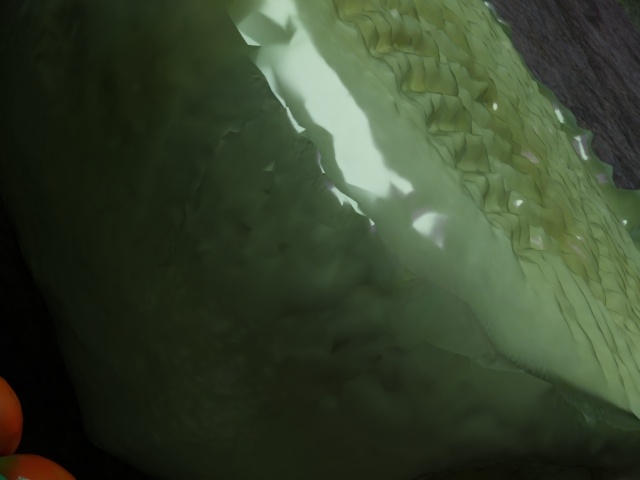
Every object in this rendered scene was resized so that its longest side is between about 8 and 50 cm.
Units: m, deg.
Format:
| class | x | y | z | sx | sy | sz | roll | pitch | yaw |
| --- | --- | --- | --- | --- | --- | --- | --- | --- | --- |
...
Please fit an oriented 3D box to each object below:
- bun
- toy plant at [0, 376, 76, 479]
| class | x | y | z | sx | sy | sz | roll | pitch | yaw |
| --- | --- | --- | --- | --- | --- | --- | --- | --- | --- |
| bun | -0.003 | 0.000 | 0.757 | 0.364 | 0.202 | 0.364 | 48 | 22 | -26 |
| toy plant | -0.182 | 0.030 | 0.400 | 0.400 | 0.185 | 0.279 | 47 | -15 | -2 |
